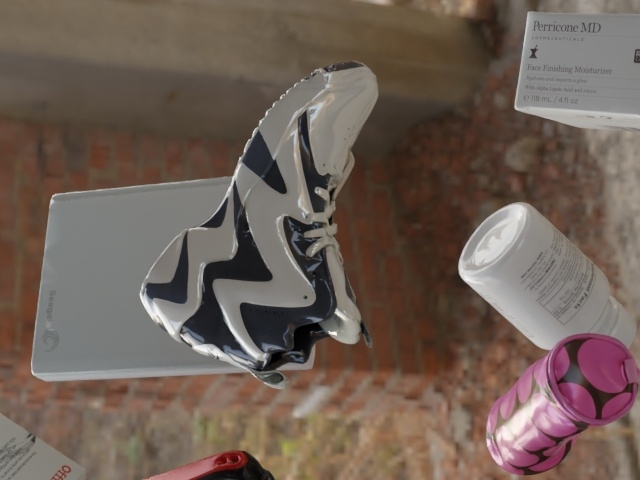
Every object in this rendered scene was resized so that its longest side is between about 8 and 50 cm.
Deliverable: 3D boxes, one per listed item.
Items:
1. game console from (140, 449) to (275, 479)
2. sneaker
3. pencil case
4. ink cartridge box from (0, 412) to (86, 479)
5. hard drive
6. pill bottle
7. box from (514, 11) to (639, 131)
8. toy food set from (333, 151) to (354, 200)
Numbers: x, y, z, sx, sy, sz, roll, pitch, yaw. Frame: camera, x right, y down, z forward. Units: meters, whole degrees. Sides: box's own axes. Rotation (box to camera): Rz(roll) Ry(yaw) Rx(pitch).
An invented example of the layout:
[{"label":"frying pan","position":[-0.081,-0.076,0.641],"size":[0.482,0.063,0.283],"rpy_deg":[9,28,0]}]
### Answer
[{"label":"game console","position":[-0.091,0.398,1.543],"size":[0.342,0.386,0.060],"rpy_deg":[-25,18,32]},{"label":"sneaker","position":[0.000,0.000,1.075],"size":[0.235,0.153,0.094],"rpy_deg":[-50,-18,-8]},{"label":"pencil case","position":[0.220,0.148,1.388],"size":[0.209,0.098,0.095],"rpy_deg":[117,154,-69]},{"label":"ink cartridge box","position":[-0.419,0.296,1.913],"size":[0.087,0.208,0.153],"rpy_deg":[-61,-6,28]},{"label":"hard drive","position":[-0.148,0.038,1.582],"size":[0.040,0.307,0.203],"rpy_deg":[39,-129,-60]},{"label":"pill bottle","position":[0.301,0.067,2.002],"size":[0.131,0.229,0.131],"rpy_deg":[-41,22,20]},{"label":"box","position":[0.352,-0.193,1.793],"size":[0.181,0.182,0.119],"rpy_deg":[7,90,38]},{"label":"toy food set","position":[-0.079,-0.010,1.901],"size":[0.220,0.092,0.306],"rpy_deg":[-48,6,27]}]
